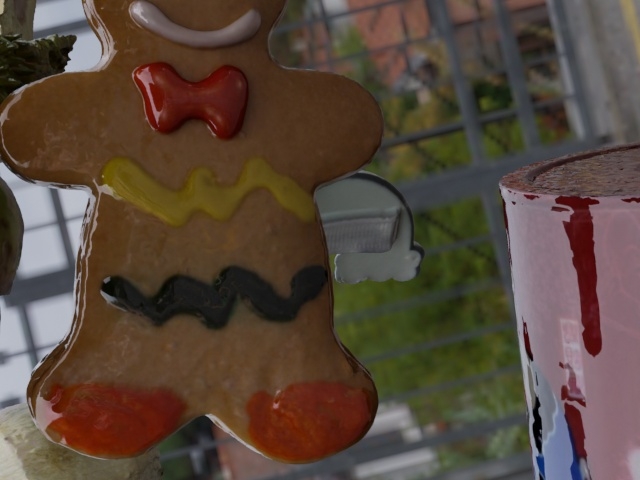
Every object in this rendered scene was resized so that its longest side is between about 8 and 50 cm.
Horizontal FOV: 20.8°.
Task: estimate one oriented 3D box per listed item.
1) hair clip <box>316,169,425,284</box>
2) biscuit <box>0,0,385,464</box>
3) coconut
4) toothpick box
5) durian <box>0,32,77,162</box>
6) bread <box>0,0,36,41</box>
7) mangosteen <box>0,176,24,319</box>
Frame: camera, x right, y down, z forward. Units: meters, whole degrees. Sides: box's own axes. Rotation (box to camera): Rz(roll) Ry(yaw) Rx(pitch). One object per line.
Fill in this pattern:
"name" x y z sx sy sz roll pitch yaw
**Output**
"hair clip" 0.000 0.000 1.591 0.054 0.220 0.140 -120 28 -46
"biscuit" -0.053 -0.032 0.725 0.036 0.165 0.250 162 108 -79
"coconut" -0.231 0.222 1.479 0.194 0.194 0.194 166 90 -87
"toothpick box" 0.200 0.124 0.811 0.204 0.204 0.333 -121 23 -81
"durian" -0.247 -0.083 0.967 0.108 0.186 0.119 52 -134 -69
"bread" -0.304 -0.182 1.362 0.085 0.173 0.134 57 -157 -53
"mangosteen" -0.212 0.001 0.730 0.217 0.192 0.192 -59 -4 -7
